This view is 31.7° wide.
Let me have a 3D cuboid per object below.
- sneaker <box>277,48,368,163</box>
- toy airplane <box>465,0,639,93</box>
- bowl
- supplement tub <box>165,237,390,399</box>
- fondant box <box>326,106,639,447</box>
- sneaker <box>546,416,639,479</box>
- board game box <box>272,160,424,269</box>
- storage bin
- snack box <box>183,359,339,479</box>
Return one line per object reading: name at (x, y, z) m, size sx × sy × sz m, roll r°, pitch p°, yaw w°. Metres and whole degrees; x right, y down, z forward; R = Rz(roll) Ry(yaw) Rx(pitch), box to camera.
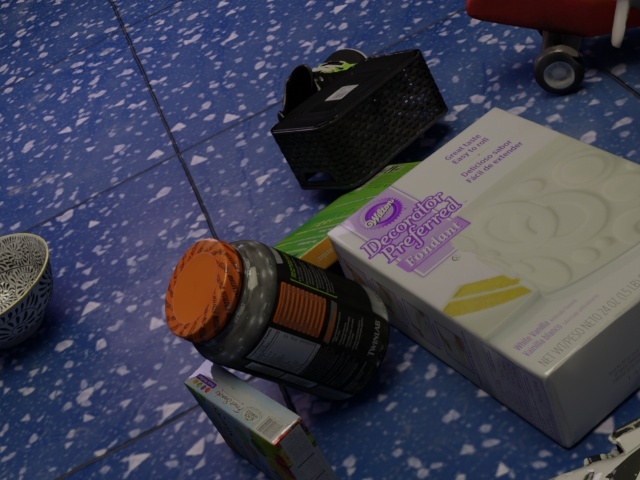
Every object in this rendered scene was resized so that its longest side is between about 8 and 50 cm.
sneaker at (0.006, -0.194, 1.437) m, size 0.084 × 0.097 × 0.234 m, roll -6°, pitch 40°, yaw 25°
toy airplane at (0.391, -0.341, 1.240) m, size 0.384 × 0.272 × 0.386 m, roll -36°, pitch 36°, yaw -16°
bowl at (-0.382, 0.077, 1.345) m, size 0.170 × 0.080 × 0.170 m, roll -17°, pitch 35°, yaw 12°
supplement tub at (-0.039, 0.070, 1.029) m, size 0.117 × 0.190 × 0.117 m, roll -29°, pitch 49°, yaw 40°
fondant box at (0.195, 0.016, 1.058) m, size 0.238 × 0.096 × 0.330 m, roll -37°, pitch 36°, yaw -15°
sneaker at (0.239, 0.175, 0.802) m, size 0.146 × 0.122 × 0.330 m, roll 22°, pitch 56°, yaw 44°
board game box at (0.000, 0.000, 1.212) m, size 0.259 × 0.039 × 0.124 m, roll -34°, pitch 12°, yaw -16°
storage bin at (0.046, -0.143, 1.328) m, size 0.180 × 0.084 × 0.122 m, roll -40°, pitch 23°, yaw -28°
snack box at (-0.052, 0.172, 1.002) m, size 0.037 × 0.100 × 0.141 m, roll -42°, pitch 39°, yaw -20°
